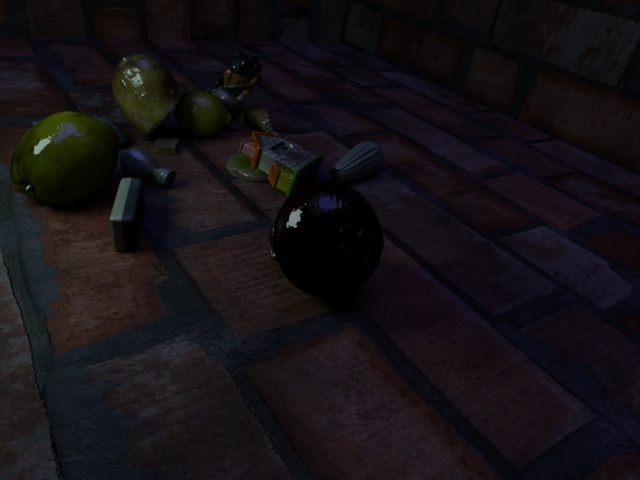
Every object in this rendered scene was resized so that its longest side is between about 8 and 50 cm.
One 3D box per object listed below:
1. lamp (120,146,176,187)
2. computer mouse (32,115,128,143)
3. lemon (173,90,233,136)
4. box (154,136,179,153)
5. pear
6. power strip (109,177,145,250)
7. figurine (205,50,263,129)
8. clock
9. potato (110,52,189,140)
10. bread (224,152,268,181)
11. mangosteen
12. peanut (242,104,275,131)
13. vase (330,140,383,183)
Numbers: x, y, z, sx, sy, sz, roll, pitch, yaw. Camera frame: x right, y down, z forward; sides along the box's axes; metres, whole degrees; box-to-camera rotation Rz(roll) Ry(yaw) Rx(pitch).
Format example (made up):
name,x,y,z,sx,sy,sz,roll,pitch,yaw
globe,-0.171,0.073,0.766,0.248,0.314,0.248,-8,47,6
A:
name,x,y,z,sx,sy,sz,roll,pitch,yaw
lamp,-0.580,-0.242,1.599,0.193,0.106,0.106,28,36,9
computer mouse,-0.907,-0.424,1.791,0.379,0.090,0.167,11,32,4
lemon,-0.482,-0.515,1.952,0.248,0.184,0.184,6,33,1
box,-0.590,-0.364,1.829,0.083,0.035,0.079,5,33,-6
pear,-0.752,-0.247,1.423,0.269,0.269,0.321,22,53,18
power strip,-0.543,-0.082,1.352,0.070,0.105,0.256,1,33,-13
figurine,-0.385,-0.655,2.065,0.185,0.332,0.204,0,36,-46
clock,-0.152,-0.298,1.742,0.255,0.106,0.220,31,37,11
potato,-0.677,-0.568,1.814,0.237,0.289,0.301,41,29,-26
bread,-0.245,-0.284,1.804,0.228,0.033,0.228,8,34,-6
mangosteen,0.015,0.000,1.229,0.297,0.297,0.293,4,-4,-9
peanut,-0.277,-0.551,2.154,0.214,0.099,0.099,28,37,36
vase,0.138,-0.296,1.852,0.128,0.128,0.248,31,46,28
